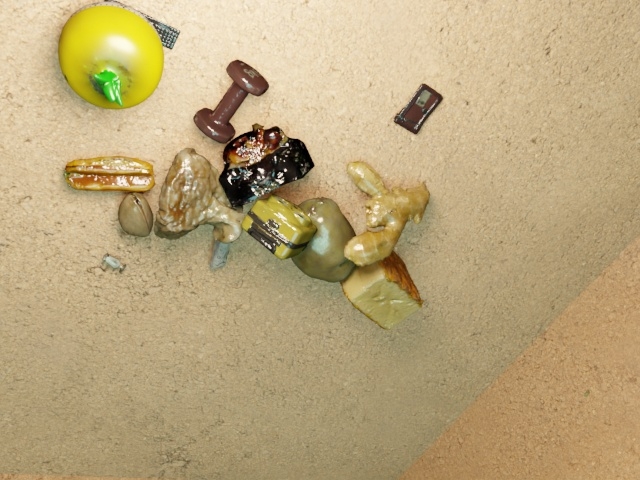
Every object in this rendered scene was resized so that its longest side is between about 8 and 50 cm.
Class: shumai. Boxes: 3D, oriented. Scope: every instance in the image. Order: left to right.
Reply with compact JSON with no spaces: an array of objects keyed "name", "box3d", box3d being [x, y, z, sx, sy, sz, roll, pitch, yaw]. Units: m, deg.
[{"name":"shumai","box3d":[-0.351,-0.119,1.815,0.262,0.267,0.314,18,128,-4]}]

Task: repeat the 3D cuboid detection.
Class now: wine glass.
[{"name":"wine glass","box3d":[-0.723,0.078,2.062,0.083,0.042,0.039,40,72,-36]}]

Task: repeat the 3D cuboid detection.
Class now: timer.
[{"name":"timer","box3d":[-0.529,-0.440,1.492,0.285,0.285,0.285,-9,132,-10]}]

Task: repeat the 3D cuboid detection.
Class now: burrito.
[{"name":"burrito","box3d":[-0.357,0.030,2.121,0.064,0.064,0.203,4,131,-21]}]

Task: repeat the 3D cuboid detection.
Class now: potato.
[{"name":"potato","box3d":[0.000,0.000,2.094,0.243,0.221,0.326,-30,131,9]}]

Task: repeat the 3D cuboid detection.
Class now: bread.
[{"name":"bread","box3d":[0.218,0.156,2.270,0.207,0.279,0.279,-36,133,17]}]

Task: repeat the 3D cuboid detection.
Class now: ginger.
[{"name":"ginger","box3d":[0.247,-0.083,2.055,0.348,0.363,0.122,5,162,-22]}]

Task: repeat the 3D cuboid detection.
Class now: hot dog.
[{"name":"hot dog","box3d":[-0.645,-0.206,1.809,0.269,0.072,0.115,2,130,-17]}]

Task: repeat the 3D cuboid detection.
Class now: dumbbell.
[{"name":"dumbbell","box3d":[-0.260,-0.402,1.713,0.124,0.140,0.225,39,116,-6]}]

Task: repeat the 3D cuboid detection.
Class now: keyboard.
[{"name":"keyboard","box3d":[-0.481,-0.578,1.572,0.204,0.013,0.061,18,123,-30]}]

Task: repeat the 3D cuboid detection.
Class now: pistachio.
[{"name":"pistachio","box3d":[-0.594,-0.084,1.899,0.108,0.126,0.185,-31,151,-26]}]

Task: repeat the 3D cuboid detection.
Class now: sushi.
[{"name":"sushi","box3d":[-0.179,-0.251,1.826,0.227,0.215,0.212,-21,100,20]}]

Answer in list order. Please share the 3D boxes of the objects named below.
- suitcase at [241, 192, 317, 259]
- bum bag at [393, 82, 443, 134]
[{"name":"suitcase","box3d":[-0.121,-0.050,1.861,0.194,0.235,0.143,38,103,8]},{"name":"bum bag","box3d":[0.324,-0.436,1.951,0.109,0.026,0.159,24,114,-33]}]
